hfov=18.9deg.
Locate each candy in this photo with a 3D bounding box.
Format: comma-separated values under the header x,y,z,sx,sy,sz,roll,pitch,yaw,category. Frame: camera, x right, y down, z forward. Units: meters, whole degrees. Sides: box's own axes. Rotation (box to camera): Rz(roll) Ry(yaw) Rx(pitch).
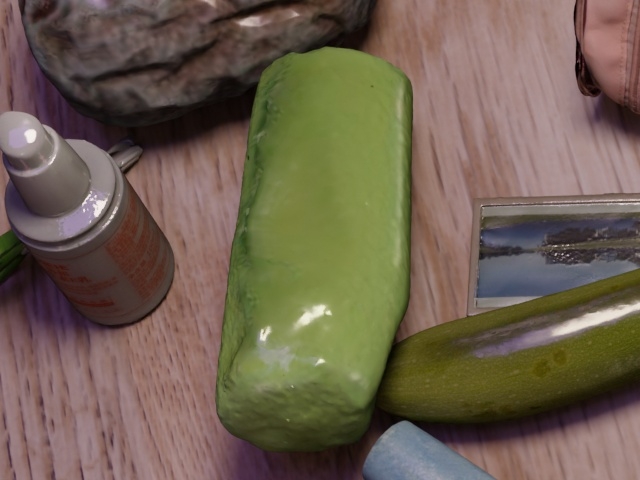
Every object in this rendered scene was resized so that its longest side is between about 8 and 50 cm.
x,y,z,sx,sy,sz,roll,pitch,yaw,category
0.000,0.000,1.522,0.142,0.132,0.343,11,53,-5,candy

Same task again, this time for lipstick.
x,y,z,sx,sy,sz,roll,pitch,yaw,category
0.151,0.233,1.429,0.274,0.061,0.068,35,75,27,lipstick

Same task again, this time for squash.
x,y,z,sx,sy,sz,roll,pitch,yaw,category
0.157,0.091,1.485,0.341,0.094,0.094,-16,61,8,squash

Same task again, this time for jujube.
x,y,z,sx,sy,sz,roll,pitch,yaw,category
-0.108,-0.226,1.654,0.317,0.226,0.226,-21,60,10,jujube

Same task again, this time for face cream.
x,y,z,sx,sy,sz,roll,pitch,yaw,category
-0.198,-0.026,1.543,0.101,0.251,0.101,-6,63,12,face cream

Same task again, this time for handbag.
x,y,z,sx,sy,sz,roll,pitch,yaw,category
0.278,-0.192,1.541,0.116,0.205,0.179,13,36,21,handbag

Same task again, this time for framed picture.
x,y,z,sx,sy,sz,roll,pitch,yaw,category
0.194,0.013,1.560,0.149,0.011,0.109,-2,63,14,framed picture

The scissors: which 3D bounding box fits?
x,y,z,sx,sy,sz,roll,pitch,yaw,category
-0.231,-0.021,1.660,0.027,0.101,0.204,47,65,1,scissors
